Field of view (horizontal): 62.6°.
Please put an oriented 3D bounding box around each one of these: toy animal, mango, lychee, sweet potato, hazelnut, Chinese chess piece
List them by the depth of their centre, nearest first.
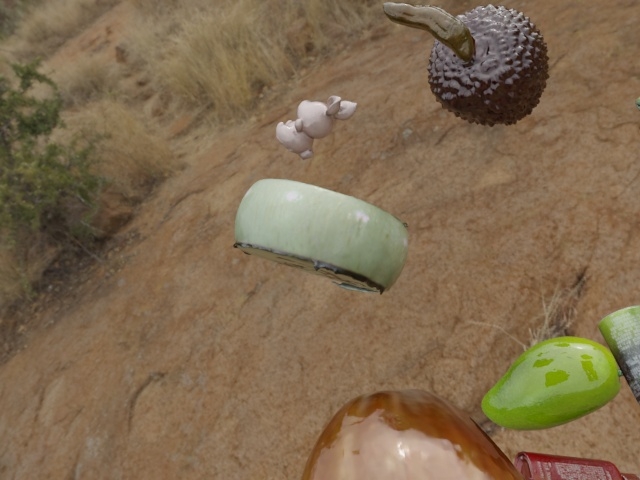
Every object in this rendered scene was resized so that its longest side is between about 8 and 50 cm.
[{"bbox_3d":[0.141,0.383,0.719,0.315,0.372,0.372,-26,35,24],"label":"hazelnut"},{"bbox_3d":[0.193,-0.379,0.916,0.182,0.054,0.053,30,79,6],"label":"sweet potato"},{"bbox_3d":[0.000,0.000,1.059,0.349,0.349,0.146,10,79,45],"label":"Chinese chess piece"},{"bbox_3d":[0.545,0.353,1.277,0.343,0.192,0.156,-37,-9,25],"label":"mango"},{"bbox_3d":[-0.007,-0.310,1.336,0.212,0.124,0.124,-36,32,26],"label":"toy animal"},{"bbox_3d":[0.438,-0.449,1.373,0.306,0.330,0.305,-8,78,38],"label":"lychee"}]

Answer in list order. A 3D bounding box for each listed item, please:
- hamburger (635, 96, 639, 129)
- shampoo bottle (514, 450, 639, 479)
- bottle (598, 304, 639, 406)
[{"bbox_3d":[0.596,-0.204,0.736,0.288,0.167,0.192,-28,-9,-22],"label":"hamburger"},{"bbox_3d":[0.602,0.563,1.216,0.314,0.076,0.118,10,58,-12],"label":"shampoo bottle"},{"bbox_3d":[0.582,0.272,0.872,0.093,0.093,0.330,-23,55,15],"label":"bottle"}]
